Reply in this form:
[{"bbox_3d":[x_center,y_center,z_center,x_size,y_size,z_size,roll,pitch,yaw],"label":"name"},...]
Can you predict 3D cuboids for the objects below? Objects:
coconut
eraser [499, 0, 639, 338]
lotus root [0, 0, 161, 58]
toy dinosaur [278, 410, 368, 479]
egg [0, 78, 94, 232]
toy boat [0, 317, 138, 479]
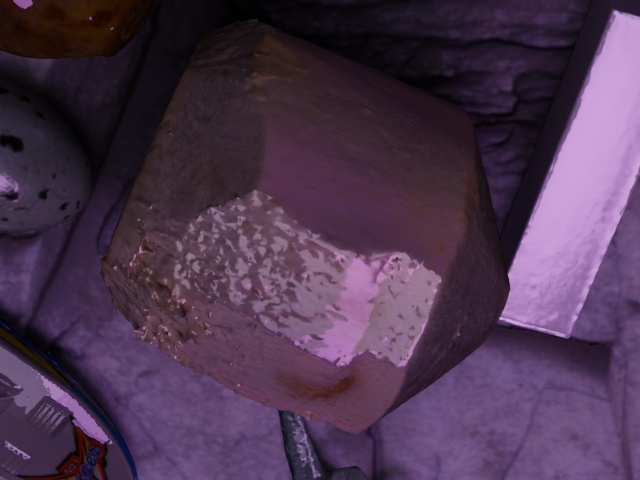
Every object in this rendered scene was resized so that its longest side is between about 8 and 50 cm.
[{"bbox_3d":[0.000,0.000,1.351,0.310,0.297,0.297,24,117,-5],"label":"coconut"},{"bbox_3d":[0.223,-0.065,1.428,0.076,0.078,0.298,15,118,-6],"label":"eraser"},{"bbox_3d":[-0.252,-0.246,1.293,0.291,0.193,0.193,37,114,-16],"label":"lotus root"},{"bbox_3d":[0.023,0.218,1.587,0.129,0.076,0.383,3,114,28],"label":"toy dinosaur"},{"bbox_3d":[-0.267,-0.068,1.424,0.164,0.131,0.131,24,119,-37],"label":"egg"},{"bbox_3d":[-0.284,0.155,1.558,0.295,0.088,0.129,38,113,-17],"label":"toy boat"}]
